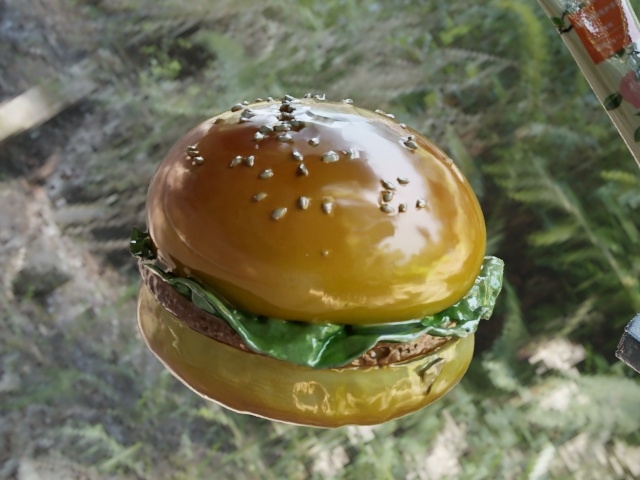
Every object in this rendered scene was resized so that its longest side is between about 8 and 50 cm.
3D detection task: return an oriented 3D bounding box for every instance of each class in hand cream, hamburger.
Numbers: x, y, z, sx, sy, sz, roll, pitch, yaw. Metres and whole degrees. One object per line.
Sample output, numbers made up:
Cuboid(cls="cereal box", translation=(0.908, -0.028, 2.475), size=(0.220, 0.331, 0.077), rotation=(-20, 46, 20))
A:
Cuboid(cls="hand cream", translation=(0.246, -0.141, 1.109), size=(0.234, 0.080, 0.050), rotation=(60, -13, -6))
Cuboid(cls="hamburger", translation=(0.000, -0.001, 0.868), size=(0.246, 0.246, 0.170), rotation=(-104, -160, -66))

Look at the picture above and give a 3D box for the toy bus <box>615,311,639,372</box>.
Cuboid(cls="toy bus", translation=(0.357, 0.067, 1.345), size=(0.065, 0.166, 0.047), rotation=(38, -32, 19))
